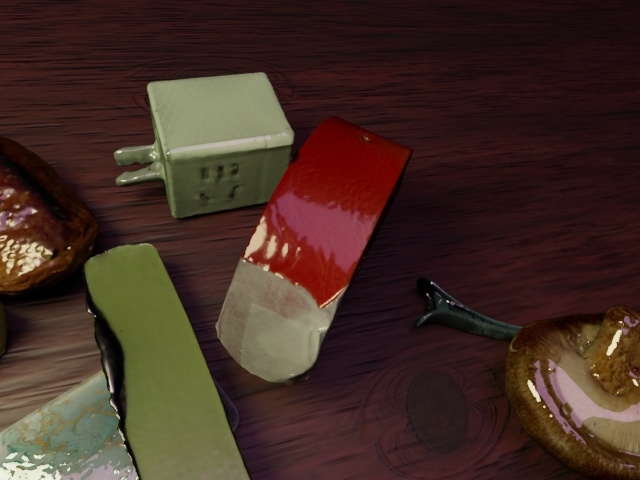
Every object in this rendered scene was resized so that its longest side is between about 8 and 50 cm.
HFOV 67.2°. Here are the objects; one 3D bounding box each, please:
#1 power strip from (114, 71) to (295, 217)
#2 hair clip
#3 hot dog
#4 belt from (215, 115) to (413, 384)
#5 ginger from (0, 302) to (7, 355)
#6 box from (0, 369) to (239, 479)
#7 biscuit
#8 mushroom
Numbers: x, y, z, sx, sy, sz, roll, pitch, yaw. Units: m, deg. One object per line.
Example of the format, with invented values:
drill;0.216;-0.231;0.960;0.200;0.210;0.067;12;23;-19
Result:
power strip;-0.165;-0.126;0.653;0.224;0.140;0.139;-12;61;-20
hair clip;0.236;0.112;0.650;0.230;0.039;0.070;16;55;-7
hot dog;-0.366;-0.028;0.568;0.160;0.099;0.227;-36;72;-30
belt;0.000;0.000;0.552;0.115;0.227;0.324;24;54;7
ginger;-0.455;0.045;0.495;0.263;0.109;0.116;32;58;3
box;-0.230;0.215;0.471;0.285;0.044;0.142;-32;64;-29
biscuit;-0.169;0.132;0.496;0.099;0.038;0.322;-16;55;-27
mushroom;0.332;0.179;0.571;0.231;0.138;0.194;1;73;3
